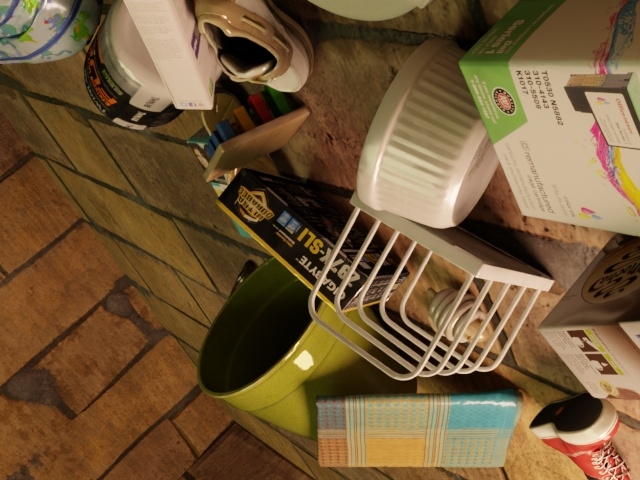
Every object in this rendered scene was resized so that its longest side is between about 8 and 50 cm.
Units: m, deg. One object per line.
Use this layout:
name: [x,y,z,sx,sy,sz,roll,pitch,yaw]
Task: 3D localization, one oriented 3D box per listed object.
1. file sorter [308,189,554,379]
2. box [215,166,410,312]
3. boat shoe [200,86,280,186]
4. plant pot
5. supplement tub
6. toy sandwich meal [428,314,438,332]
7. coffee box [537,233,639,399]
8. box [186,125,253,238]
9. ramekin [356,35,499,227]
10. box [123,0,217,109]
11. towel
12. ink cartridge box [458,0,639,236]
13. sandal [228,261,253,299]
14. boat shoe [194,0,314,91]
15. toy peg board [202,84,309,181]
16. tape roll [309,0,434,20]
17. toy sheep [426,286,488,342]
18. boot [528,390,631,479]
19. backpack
file sorter: [0.146,0.069,1.085,0.193,0.173,0.277,33,-168,31]
box: [0.000,0.000,1.328,0.257,0.079,0.322,43,-169,12]
boat shoe: [-0.136,-0.155,1.496,0.096,0.098,0.277,-104,-4,-62]
plant pot: [0.001,0.253,1.673,0.353,0.366,0.366,43,162,-25]
supplement tub: [-0.286,-0.296,1.371,0.193,0.193,0.316,50,158,-11]
toy sandwich meal: [0.226,0.145,1.439,0.085,0.029,0.085,38,157,19]
coffee box: [0.386,0.067,0.820,0.119,0.168,0.297,49,159,-8]
box: [-0.162,-0.112,1.628,0.100,0.060,0.244,12,139,46]
ramekin: [0.138,-0.111,0.919,0.109,0.207,0.207,29,154,18]
box: [-0.180,-0.343,1.007,0.058,0.232,0.322,2,157,6]
towel: [0.177,0.357,1.543,0.370,0.040,0.271,0,140,0]
ink cartridge box: [0.292,-0.110,0.743,0.278,0.117,0.201,16,144,51]
sandal: [-0.192,0.119,2.122,0.060,0.090,0.219,24,151,-4]
boat shoe: [-0.093,-0.259,1.082,0.113,0.103,0.302,4,165,21]
toy peg board: [-0.123,-0.183,1.341,0.079,0.160,0.161,61,159,4]
tape roll: [0.000,-0.403,0.824,0.392,0.072,0.392,38,157,20]
toy sheep: [0.221,0.120,1.336,0.132,0.091,0.091,37,158,35]
boot: [0.448,0.331,1.294,0.176,0.088,0.244,43,167,6]
backpack: [-0.505,-0.440,1.415,0.355,0.290,0.273,20,180,31]
